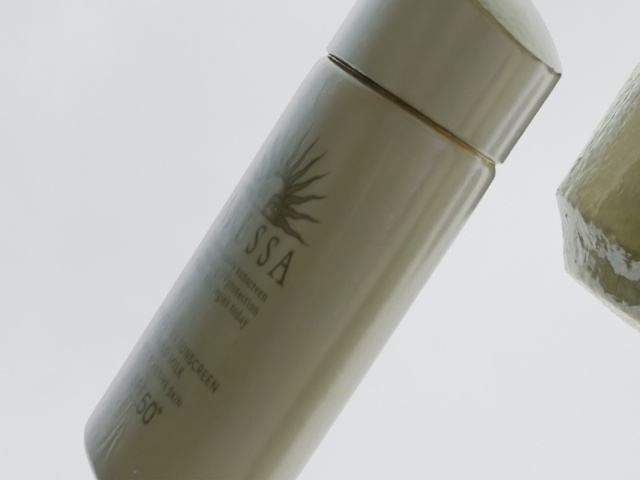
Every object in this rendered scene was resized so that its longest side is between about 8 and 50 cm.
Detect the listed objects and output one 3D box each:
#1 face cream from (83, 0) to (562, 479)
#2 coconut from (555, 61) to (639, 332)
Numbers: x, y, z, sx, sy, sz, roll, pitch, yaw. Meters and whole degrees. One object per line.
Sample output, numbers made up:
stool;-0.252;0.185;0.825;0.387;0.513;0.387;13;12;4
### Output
face cream;0.000;0.000;0.705;0.348;0.081;0.173;-57;-149;8
coconut;0.262;-0.031;0.812;0.222;0.202;0.202;-54;-133;9
